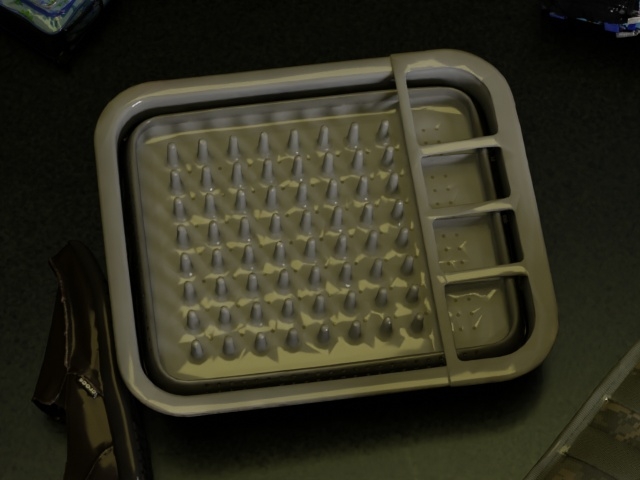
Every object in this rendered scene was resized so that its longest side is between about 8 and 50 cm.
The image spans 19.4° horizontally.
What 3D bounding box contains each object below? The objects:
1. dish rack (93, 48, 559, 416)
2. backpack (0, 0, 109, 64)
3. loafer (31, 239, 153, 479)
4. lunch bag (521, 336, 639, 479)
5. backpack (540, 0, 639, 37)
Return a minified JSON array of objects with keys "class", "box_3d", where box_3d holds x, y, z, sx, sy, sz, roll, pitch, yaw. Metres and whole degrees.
[{"class":"dish rack","box_3d":[0.000,0.000,1.451,0.333,0.072,0.285,-6,66,-6]},{"class":"backpack","box_3d":[-0.224,-0.227,1.568,0.105,0.084,0.114,32,68,13]},{"class":"loafer","box_3d":[-0.184,0.103,1.417,0.078,0.080,0.220,-13,66,-1]},{"class":"lunch bag","box_3d":[0.308,0.166,1.325,0.235,0.169,0.287,34,63,20]},{"class":"backpack","box_3d":[0.279,-0.245,1.537,0.173,0.117,0.158,12,66,8]}]
